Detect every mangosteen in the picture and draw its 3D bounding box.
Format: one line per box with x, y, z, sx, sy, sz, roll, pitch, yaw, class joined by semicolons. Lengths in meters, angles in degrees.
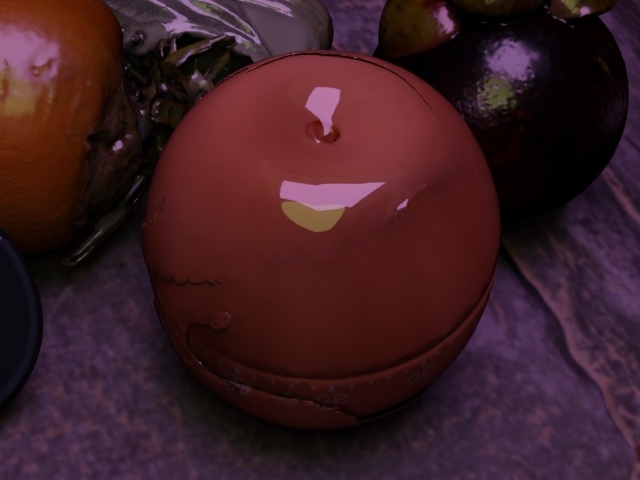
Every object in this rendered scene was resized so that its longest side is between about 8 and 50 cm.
0.125;-0.111;1.184;0.209;0.210;0.210;5;48;-6;mangosteen

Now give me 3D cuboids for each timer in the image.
0.000;0.000;1.050;0.229;0.215;0.230;1;47;-2;timer

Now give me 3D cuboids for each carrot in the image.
-0.228;-0.087;1.103;0.331;0.214;0.193;7;64;-6;carrot

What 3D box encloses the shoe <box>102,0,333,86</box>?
-0.130;-0.163;1.250;0.274;0.103;0.098;14;49;1;shoe

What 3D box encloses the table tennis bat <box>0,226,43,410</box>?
-0.257;0.011;1.007;0.150;0.236;0.027;-14;15;-6;table tennis bat
